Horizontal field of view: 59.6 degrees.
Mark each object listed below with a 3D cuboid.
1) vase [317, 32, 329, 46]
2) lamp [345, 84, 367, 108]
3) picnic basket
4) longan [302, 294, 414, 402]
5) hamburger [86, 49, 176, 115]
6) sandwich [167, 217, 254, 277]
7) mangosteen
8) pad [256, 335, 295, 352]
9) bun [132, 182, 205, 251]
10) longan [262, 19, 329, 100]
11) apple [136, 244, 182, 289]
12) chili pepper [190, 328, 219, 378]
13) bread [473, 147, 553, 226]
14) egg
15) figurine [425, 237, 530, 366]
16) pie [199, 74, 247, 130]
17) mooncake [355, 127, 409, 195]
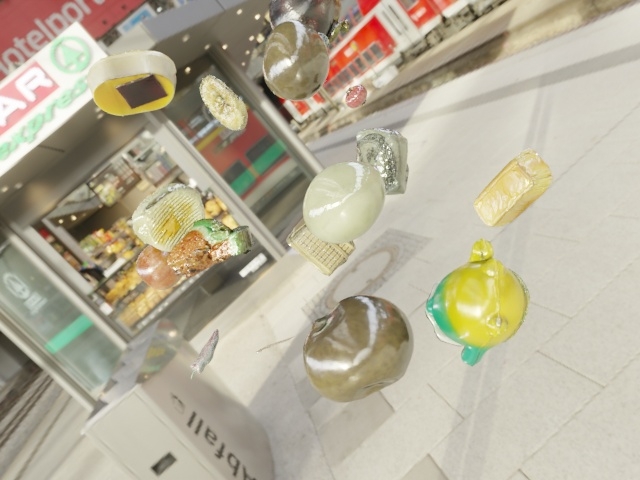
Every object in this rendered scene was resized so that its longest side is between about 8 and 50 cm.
[{"bbox_3d":[-0.016,-0.671,1.994,0.081,0.081,0.149,-47,-5,-24],"label":"vase"},{"bbox_3d":[0.153,-0.617,2.395,0.107,0.092,0.107,-45,21,22],"label":"lamp"},{"bbox_3d":[0.000,0.000,2.303,0.175,0.228,0.313,-48,9,8],"label":"picnic basket"},{"bbox_3d":[0.111,0.321,1.659,0.350,0.288,0.288,-34,12,-1],"label":"longan"},{"bbox_3d":[-0.639,-0.546,1.907,0.295,0.152,0.227,-9,-26,-8],"label":"hamburger"},{"bbox_3d":[-0.372,0.010,1.832,0.301,0.162,0.250,-25,7,4],"label":"sandwich"},{"bbox_3d":[-0.063,-0.921,2.316,0.296,0.313,0.297,-11,61,21],"label":"mangosteen"},{"bbox_3d":[-0.148,0.351,1.900,0.113,0.006,0.188,-21,-6,5],"label":"pad"},{"bbox_3d":[-0.508,-0.086,1.883,0.244,0.244,0.153,-46,37,-19],"label":"bun"},{"bbox_3d":[-0.084,-0.557,1.770,0.215,0.246,0.246,2,-23,-42],"label":"longan"},{"bbox_3d":[-0.639,0.099,2.257,0.174,0.188,0.188,-45,12,4],"label":"apple"},{"bbox_3d":[-0.320,0.320,1.573,0.153,0.041,0.050,-58,14,-24],"label":"chili pepper"},{"bbox_3d":[0.638,-0.167,1.874,0.119,0.153,0.288,-14,-27,-32],"label":"bread"},{"bbox_3d":[0.066,-0.110,1.617,0.269,0.219,0.219,-52,7,21],"label":"egg"},{"bbox_3d":[0.414,0.173,1.512,0.340,0.231,0.324,111,161,-73],"label":"figurine"},{"bbox_3d":[-0.422,-0.596,2.430,0.055,0.274,0.274,-46,13,-24],"label":"pie"},{"bbox_3d":[0.225,-0.300,2.135,0.136,0.250,0.254,-7,15,-31],"label":"mooncake"}]
